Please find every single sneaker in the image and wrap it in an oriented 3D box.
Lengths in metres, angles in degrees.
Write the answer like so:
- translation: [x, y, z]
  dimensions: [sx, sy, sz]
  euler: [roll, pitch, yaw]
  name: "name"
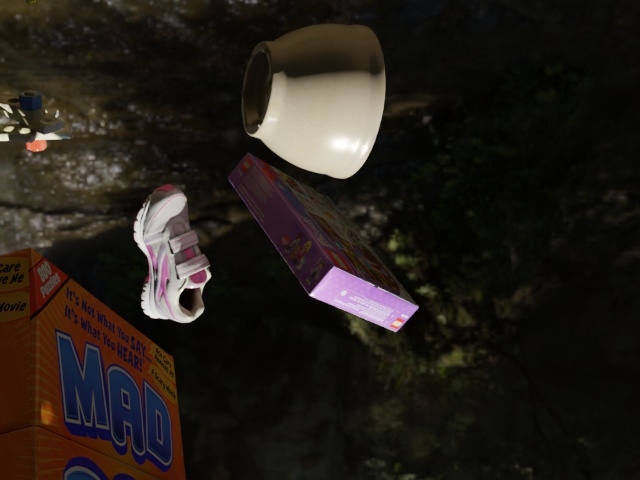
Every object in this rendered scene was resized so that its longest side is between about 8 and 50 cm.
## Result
- translation: [-0.233, 0.028, 1.422]
  dimensions: [0.111, 0.252, 0.103]
  euler: [18, -147, 31]
  name: "sneaker"

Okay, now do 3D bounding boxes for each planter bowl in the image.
- translation: [-0.018, -0.151, 0.886]
  dimensions: [0.109, 0.162, 0.162]
  euler: [5, -179, -23]
  name: "planter bowl"

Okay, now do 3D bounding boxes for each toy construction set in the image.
- translation: [-0.454, -0.282, 1.177]
  dimensions: [0.215, 0.327, 0.151]
  euler: [-13, -159, -26]
  name: "toy construction set"

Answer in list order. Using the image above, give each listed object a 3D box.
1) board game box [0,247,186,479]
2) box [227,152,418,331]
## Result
- translation: [-0.368, 0.275, 0.901]
  dimensions: [0.356, 0.356, 0.356]
  euler: [-15, 152, 7]
  name: "board game box"
- translation: [0.000, 0.000, 1.282]
  dimensions: [0.201, 0.057, 0.293]
  euler: [27, -161, -44]
  name: "box"
